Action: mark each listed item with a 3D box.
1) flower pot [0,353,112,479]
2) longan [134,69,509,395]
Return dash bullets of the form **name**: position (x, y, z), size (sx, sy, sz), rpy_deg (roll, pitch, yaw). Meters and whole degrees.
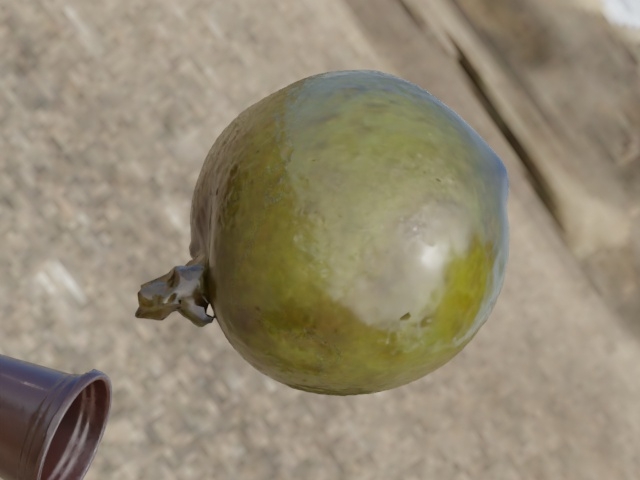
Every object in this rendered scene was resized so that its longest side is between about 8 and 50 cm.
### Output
- **flower pot**: position (-0.212, 0.128, 1.395), size (0.089, 0.111, 0.111), rpy_deg (21, 12, 13)
- **longan**: position (0.000, 0.000, 0.881), size (0.155, 0.176, 0.145), rpy_deg (101, -26, -81)
